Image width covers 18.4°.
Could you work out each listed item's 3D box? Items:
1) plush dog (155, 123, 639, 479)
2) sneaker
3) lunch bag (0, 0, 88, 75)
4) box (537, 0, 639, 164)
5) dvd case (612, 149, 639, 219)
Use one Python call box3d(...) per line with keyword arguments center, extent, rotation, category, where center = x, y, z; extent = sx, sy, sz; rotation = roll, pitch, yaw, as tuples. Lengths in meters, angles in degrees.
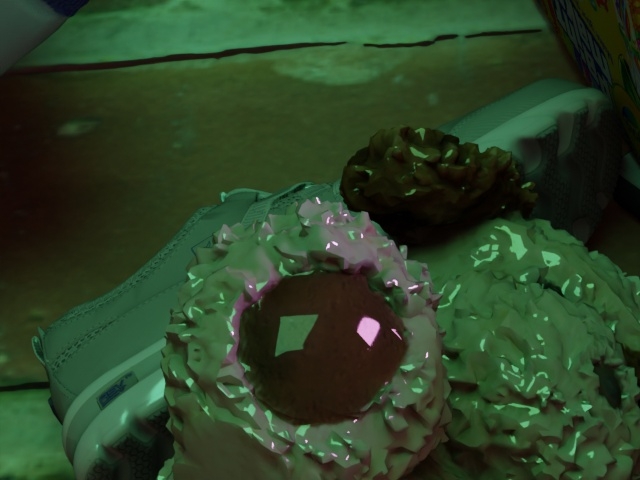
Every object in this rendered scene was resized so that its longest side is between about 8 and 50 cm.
box3d(center=(0.047, 0.087, 0.709), extent=(0.225, 0.262, 0.211), rotation=(-41, 9, -37), category="plush dog")
box3d(center=(0.000, 0.000, 0.839), extent=(0.281, 0.105, 0.115), rotation=(-29, 48, -13), category="sneaker")
box3d(center=(-0.321, -0.173, 0.934), extent=(0.328, 0.239, 0.385), rotation=(-37, 41, 14), category="lunch bag")
box3d(center=(0.164, -0.211, 0.846), extent=(0.177, 0.279, 0.290), rotation=(-21, 38, 0), category="box")
box3d(center=(0.275, -0.045, 0.866), extent=(0.239, 0.029, 0.179), rotation=(-34, 49, -18), category="dvd case")
